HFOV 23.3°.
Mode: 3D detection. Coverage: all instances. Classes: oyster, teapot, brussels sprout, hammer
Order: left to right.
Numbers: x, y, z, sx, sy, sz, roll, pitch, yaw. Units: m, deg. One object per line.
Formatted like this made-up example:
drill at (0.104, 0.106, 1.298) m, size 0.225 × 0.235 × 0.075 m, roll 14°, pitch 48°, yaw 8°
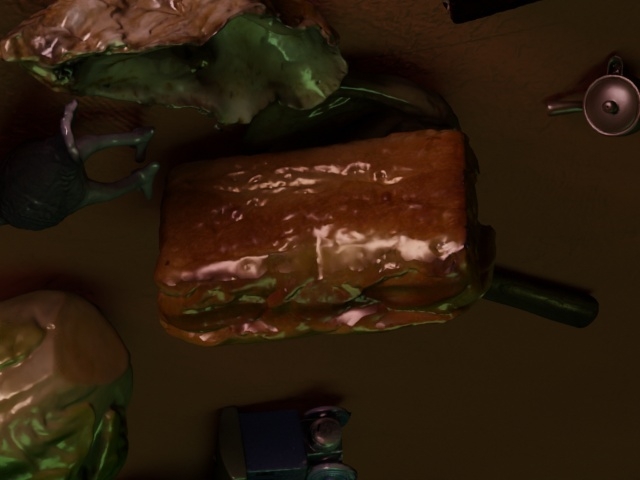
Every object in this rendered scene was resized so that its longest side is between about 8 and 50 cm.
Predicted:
brussels sprout at (-0.338, 0.195, 1.743) m, size 0.294 × 0.227 × 0.259 m, roll -45°, pitch 155°, yaw 29°
oyster at (-0.119, -0.174, 1.330) m, size 0.341 × 0.110 × 0.166 m, roll -4°, pitch 153°, yaw -27°
hammer at (0.212, 0.056, 1.959) m, size 0.439 × 0.044 × 0.168 m, roll 15°, pitch 138°, yaw -43°
teapot at (0.296, -0.152, 1.647) m, size 0.110 × 0.085 × 0.080 m, roll 1°, pitch -174°, yaw 29°

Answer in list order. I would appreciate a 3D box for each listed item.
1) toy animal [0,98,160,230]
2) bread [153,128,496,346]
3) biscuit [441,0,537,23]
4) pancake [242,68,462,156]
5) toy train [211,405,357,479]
toy animal at (-0.237, -0.062, 1.449) m, size 0.205 × 0.081 × 0.367 m, roll -11°, pitch 174°, yaw -39°
bread at (0.001, 0.006, 1.541) m, size 0.343 × 0.195 × 0.149 m, roll -5°, pitch 149°, yaw 12°
biscuit at (0.219, -0.276, 1.362) m, size 0.252 × 0.070 × 0.106 m, roll -17°, pitch 152°, yaw 2°
pancake at (0.028, -0.105, 1.587) m, size 0.241 × 0.050 × 0.242 m, roll -2°, pitch 151°, yaw -1°
toy train at (-0.059, 0.332, 2.226) m, size 0.201 × 0.131 × 0.300 m, roll -3°, pitch 148°, yaw -9°
